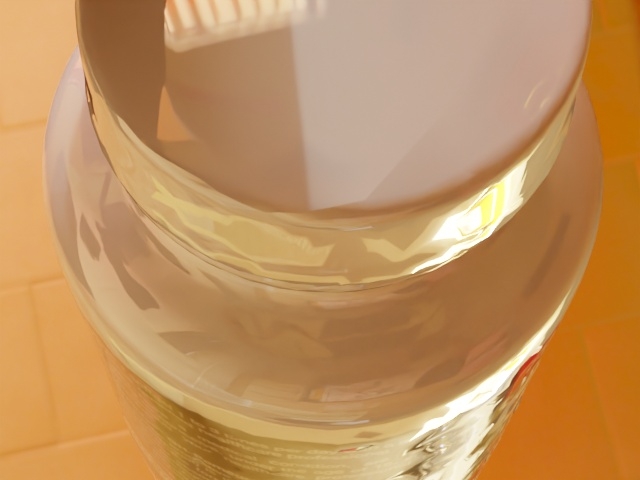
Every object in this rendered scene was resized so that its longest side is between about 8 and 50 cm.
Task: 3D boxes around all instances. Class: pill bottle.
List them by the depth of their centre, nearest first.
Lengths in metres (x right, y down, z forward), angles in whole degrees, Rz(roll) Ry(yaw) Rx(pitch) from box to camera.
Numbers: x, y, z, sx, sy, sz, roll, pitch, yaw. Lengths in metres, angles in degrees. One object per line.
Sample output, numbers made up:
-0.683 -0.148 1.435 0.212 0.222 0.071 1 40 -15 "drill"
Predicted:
0.000 0.000 0.478 0.318 0.176 0.176 92 165 -67 "pill bottle"
